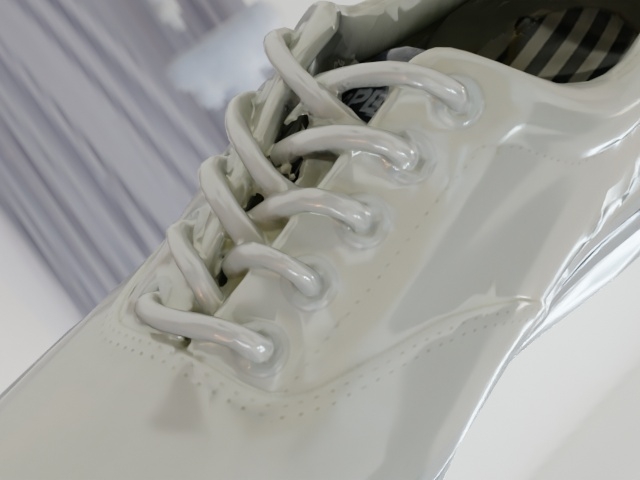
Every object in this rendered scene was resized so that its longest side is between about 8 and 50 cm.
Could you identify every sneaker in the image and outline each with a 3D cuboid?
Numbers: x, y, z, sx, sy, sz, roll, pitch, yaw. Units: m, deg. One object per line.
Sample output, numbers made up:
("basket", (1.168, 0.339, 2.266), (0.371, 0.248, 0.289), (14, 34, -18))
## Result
("sneaker", (0.000, 0.000, 0.351), (0.094, 0.091, 0.258), (19, -136, 28))
